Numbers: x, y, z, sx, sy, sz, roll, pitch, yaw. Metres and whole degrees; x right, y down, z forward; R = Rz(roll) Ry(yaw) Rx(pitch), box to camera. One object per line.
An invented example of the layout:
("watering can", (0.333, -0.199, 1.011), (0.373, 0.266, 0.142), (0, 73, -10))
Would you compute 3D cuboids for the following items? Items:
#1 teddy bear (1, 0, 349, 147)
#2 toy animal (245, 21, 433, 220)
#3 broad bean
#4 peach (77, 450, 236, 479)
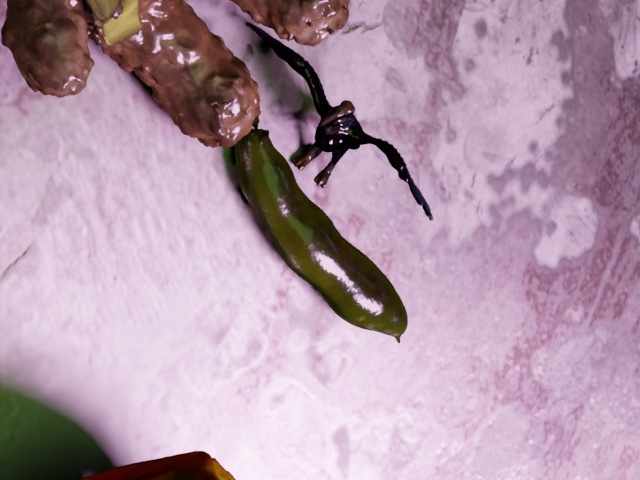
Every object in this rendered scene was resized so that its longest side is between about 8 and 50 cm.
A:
("teddy bear", (-0.109, -0.191, 0.712), (0.296, 0.222, 0.246), (38, 97, -20))
("toy animal", (0.014, -0.090, 0.887), (0.062, 0.108, 0.220), (-40, 79, -22))
("broad bean", (-0.003, 0.003, 0.912), (0.254, 0.046, 0.065), (52, 57, -24))
("peach", (-0.136, 0.323, 0.728), (0.306, 0.242, 0.380), (35, 86, -9))
